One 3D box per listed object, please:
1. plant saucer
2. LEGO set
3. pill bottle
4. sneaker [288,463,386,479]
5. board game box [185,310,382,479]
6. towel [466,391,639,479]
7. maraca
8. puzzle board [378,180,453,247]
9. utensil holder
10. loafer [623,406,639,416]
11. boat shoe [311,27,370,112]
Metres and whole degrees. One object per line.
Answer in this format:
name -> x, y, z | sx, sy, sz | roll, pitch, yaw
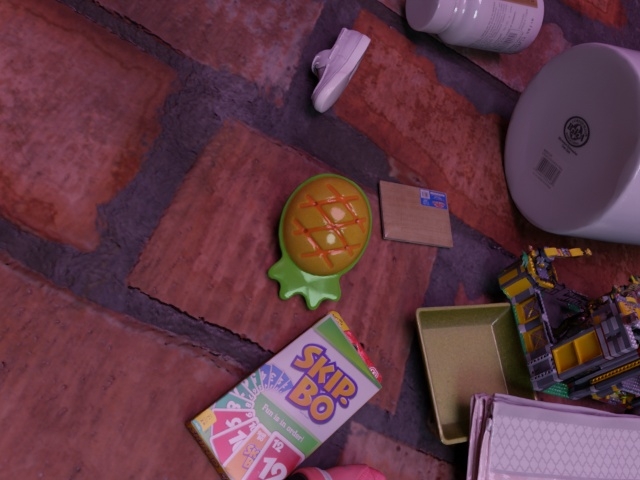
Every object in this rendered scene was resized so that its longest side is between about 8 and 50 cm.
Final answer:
plant saucer -> 0.221, 0.191, 0.947 | 0.188, 0.045, 0.188 | 0, 70, -27
LEGO set -> 0.445, 0.117, 0.964 | 0.331, 0.192, 0.255 | 26, 47, -24
pill bottle -> 0.274, -0.414, 1.165 | 0.229, 0.131, 0.131 | -1, 71, -28
sneaker -> 0.060, 0.408, 0.736 | 0.136, 0.116, 0.314 | -4, 73, -31
board game box -> -0.030, 0.201, 0.821 | 0.259, 0.039, 0.124 | -34, 89, -36
towel -> 0.341, 0.388, 0.898 | 0.331, 0.053, 0.317 | 13, 75, -24
maraca -> 0.000, 0.000, 0.881 | 0.127, 0.099, 0.186 | 21, 87, -8
puzzle board -> 0.150, -0.040, 1.023 | 0.128, 0.011, 0.097 | 8, 66, -25
utensil holder -> 0.561, -0.147, 1.096 | 0.385, 0.327, 0.328 | 5, 68, -25
loafer -> 0.639, 0.309, 1.078 | 0.302, 0.109, 0.095 | 14, 47, -6
boat shoe -> 0.020, -0.275, 1.020 | 0.063, 0.066, 0.184 | 29, 61, 1
